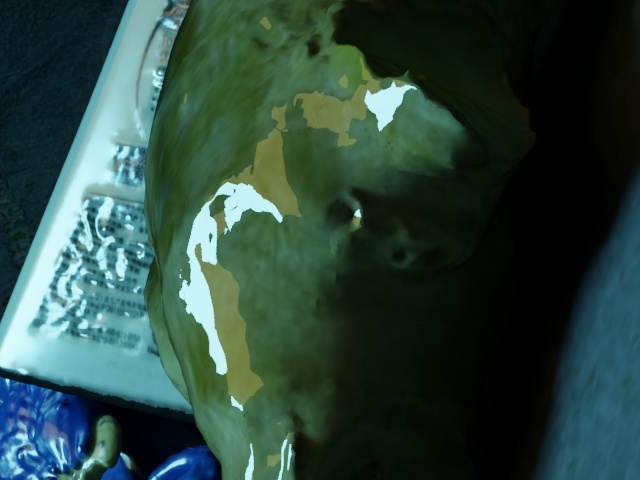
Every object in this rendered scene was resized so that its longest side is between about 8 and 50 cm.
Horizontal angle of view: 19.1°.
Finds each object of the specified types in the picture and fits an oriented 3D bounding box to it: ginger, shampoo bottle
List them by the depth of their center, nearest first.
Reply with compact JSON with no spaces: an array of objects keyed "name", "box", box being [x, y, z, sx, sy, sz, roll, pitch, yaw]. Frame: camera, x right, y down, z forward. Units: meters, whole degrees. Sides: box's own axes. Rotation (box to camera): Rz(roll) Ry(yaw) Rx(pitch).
[{"name":"ginger","box":[0.000,0.000,0.606,0.219,0.123,0.270,129,157,-54]},{"name":"shampoo bottle","box":[-0.041,-0.066,0.795,0.071,0.153,0.284,6,-83,-69]}]

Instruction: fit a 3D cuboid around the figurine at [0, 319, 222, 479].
[{"name":"figurine","box":[-0.087,0.109,0.910,0.262,0.121,0.164,31,130,57]}]
